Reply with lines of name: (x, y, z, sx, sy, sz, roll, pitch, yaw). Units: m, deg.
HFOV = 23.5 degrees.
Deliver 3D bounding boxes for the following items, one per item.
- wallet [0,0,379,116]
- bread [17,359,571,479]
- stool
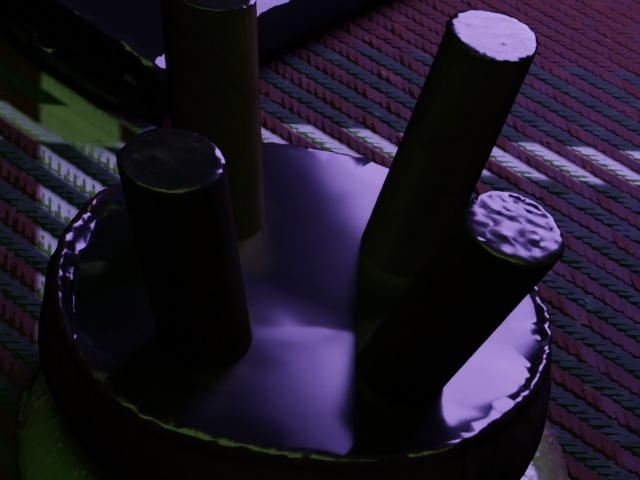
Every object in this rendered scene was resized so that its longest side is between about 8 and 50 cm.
wallet: (-0.069, -0.226, 1.178, 0.228, 0.062, 0.406, 34, 42, 23)
bread: (-0.010, 0.106, 0.807, 0.301, 0.045, 0.301, 10, 37, -7)
stool: (0.000, 0.000, 0.762, 0.272, 0.178, 0.272, 8, 38, -6)
